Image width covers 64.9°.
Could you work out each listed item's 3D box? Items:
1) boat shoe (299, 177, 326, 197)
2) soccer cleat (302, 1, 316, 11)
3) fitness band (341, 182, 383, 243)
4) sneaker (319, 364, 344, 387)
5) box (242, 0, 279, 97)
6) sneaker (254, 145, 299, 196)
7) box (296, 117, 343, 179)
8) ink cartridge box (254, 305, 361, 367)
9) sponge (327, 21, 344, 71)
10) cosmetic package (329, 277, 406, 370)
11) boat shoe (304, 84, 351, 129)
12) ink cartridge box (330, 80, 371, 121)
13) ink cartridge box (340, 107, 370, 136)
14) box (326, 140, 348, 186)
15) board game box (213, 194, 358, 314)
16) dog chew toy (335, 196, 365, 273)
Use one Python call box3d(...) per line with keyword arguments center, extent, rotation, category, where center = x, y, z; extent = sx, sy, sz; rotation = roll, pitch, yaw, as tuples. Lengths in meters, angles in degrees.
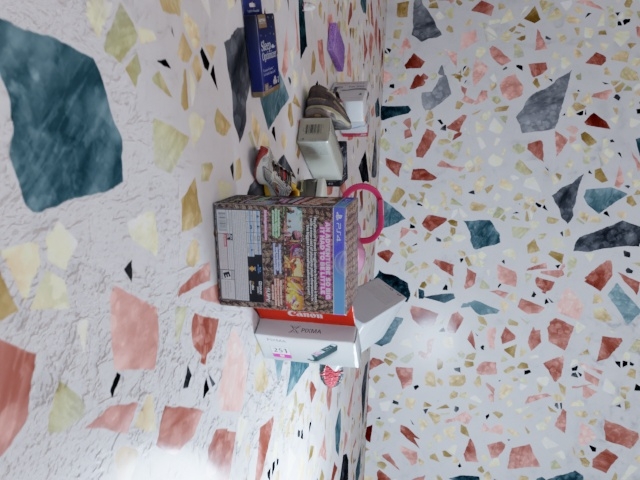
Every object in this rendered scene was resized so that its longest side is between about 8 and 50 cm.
box3d(center=(-0.046, -0.070, 1.628), extent=(0.109, 0.091, 0.305), rotation=(72, 25, -59), category="boat shoe")
box3d(center=(-0.037, -0.764, 1.644), extent=(0.083, 0.035, 0.029), rotation=(-62, 152, -61), category="soccer cleat")
box3d(center=(0.195, -0.126, 2.377), extent=(0.054, 0.209, 0.291), rotation=(-58, 149, -70), category="fitness band")
box3d(center=(0.058, 0.496, 2.155), extent=(0.125, 0.104, 0.262), rotation=(-38, 129, -75), category="sneaker")
box3d(center=(-0.145, -0.482, 1.252), extent=(0.136, 0.036, 0.225), rotation=(-62, 150, -61), category="box")
box3d(center=(-0.111, -0.173, 1.329), extent=(0.225, 0.092, 0.088), rotation=(65, 30, -62), category="sneaker")
box3d(center=(0.005, -0.313, 1.758), extent=(0.275, 0.113, 0.094), rotation=(62, 32, -67), category="box")
box3d(center=(-0.039, 0.238, 1.322), extent=(0.239, 0.275, 0.060), rotation=(78, 20, -46), category="ink cartridge box")
box3d(center=(0.068, -0.799, 2.090), extent=(0.210, 0.031, 0.117), rotation=(25, 68, -76), category="sponge")
box3d(center=(0.152, 0.316, 1.990), extent=(0.453, 0.161, 0.230), rotation=(-12, 133, -61), category="cosmetic package")
box3d(center=(0.040, -0.478, 1.825), extent=(0.355, 0.132, 0.130), rotation=(-13, 106, -77), category="boat shoe")
box3d(center=(0.115, -0.570, 2.058), extent=(0.218, 0.158, 0.092), rotation=(-70, 158, -52), category="ink cartridge box")
box3d(center=(0.149, -0.566, 2.271), extent=(0.176, 0.127, 0.128), rotation=(52, 43, -69), category="ink cartridge box")
box3d(center=(0.049, -0.303, 1.980), extent=(0.156, 0.093, 0.158), rotation=(-54, 143, -67), category="box")
box3d(center=(-0.070, 0.023, 1.114), extent=(0.141, 0.291, 0.232), rotation=(-45, 136, -71), category="board game box")
box3d(center=(0.064, -0.013, 1.908), extent=(0.206, 0.206, 0.332), rotation=(66, 21, -62), category="dog chew toy")
